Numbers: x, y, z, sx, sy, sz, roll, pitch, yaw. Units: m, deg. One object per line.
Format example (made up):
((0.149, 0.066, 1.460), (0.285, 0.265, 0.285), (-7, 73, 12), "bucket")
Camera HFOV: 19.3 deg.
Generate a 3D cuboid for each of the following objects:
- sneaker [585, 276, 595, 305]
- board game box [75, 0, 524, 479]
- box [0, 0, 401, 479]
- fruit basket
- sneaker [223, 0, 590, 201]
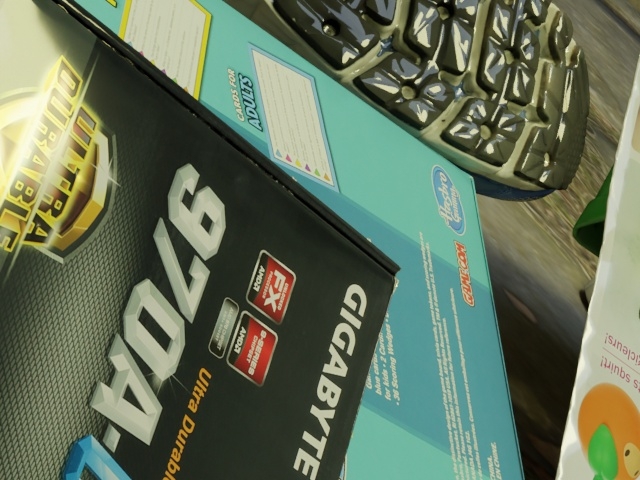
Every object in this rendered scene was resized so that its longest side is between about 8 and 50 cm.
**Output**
((0.301, 0.104, 1.304), (0.106, 0.123, 0.290), (22, 32, -55), "sneaker")
((-0.062, 0.009, 0.705), (0.336, 0.079, 0.254), (33, 36, -35), "board game box")
((-0.076, 0.057, 0.521), (0.175, 0.051, 0.220), (39, 53, -31), "box")
((0.274, 0.087, 1.122), (0.327, 0.165, 0.353), (35, 51, -32), "fruit basket")
((-0.023, -0.107, 0.926), (0.330, 0.147, 0.130), (26, 62, -3), "sneaker")
